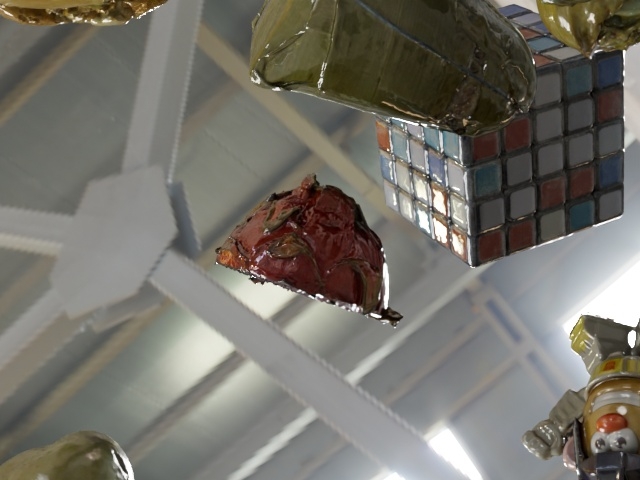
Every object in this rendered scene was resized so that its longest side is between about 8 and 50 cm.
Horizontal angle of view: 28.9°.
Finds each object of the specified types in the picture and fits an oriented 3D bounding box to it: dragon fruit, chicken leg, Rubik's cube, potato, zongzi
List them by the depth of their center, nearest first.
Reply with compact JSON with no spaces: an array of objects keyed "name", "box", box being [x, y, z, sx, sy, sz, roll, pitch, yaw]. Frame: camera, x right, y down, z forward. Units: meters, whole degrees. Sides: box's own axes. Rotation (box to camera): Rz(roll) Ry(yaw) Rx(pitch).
[{"name":"potato","box":[-0.217,0.266,1.054,0.157,0.194,0.157,-17,-9,-3]},{"name":"chicken leg","box":[0.338,-0.385,1.350,0.201,0.429,0.153,18,-18,-7]},{"name":"zongzi","box":[0.136,-0.319,1.486,0.356,0.174,0.393,15,-59,-16]},{"name":"dragon fruit","box":[-0.004,-0.001,1.521,0.218,0.224,0.148,28,-101,-63]},{"name":"Rubik's cube","box":[0.269,-0.169,1.906,0.293,0.287,0.292,-17,-62,-21]}]

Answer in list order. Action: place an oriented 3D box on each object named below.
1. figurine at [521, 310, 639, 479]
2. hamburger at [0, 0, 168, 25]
[{"name":"figurine","box":[0.402,0.223,1.595,0.143,0.308,0.308,24,-64,-21]},{"name":"hamburger","box":[-0.276,-0.383,1.386,0.319,0.318,0.158,-31,-20,-4]}]
